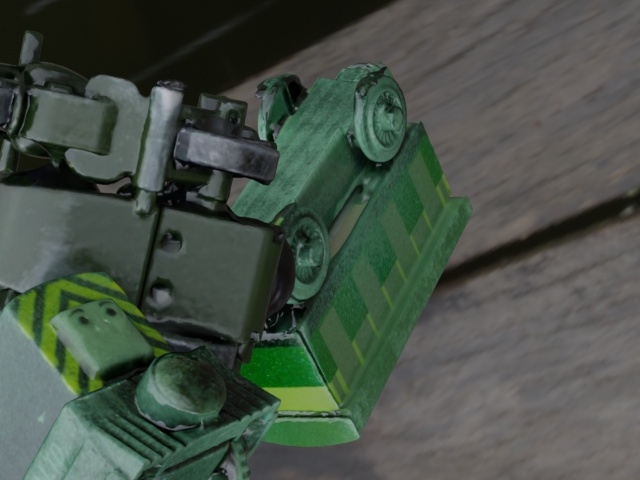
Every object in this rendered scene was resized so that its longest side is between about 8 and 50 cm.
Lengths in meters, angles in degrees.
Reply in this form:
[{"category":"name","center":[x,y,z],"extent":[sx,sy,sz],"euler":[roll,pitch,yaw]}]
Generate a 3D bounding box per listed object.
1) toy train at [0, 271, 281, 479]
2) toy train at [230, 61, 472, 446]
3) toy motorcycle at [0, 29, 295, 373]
[{"category":"toy train","center":[-0.164,0.160,1.144],"extent":[0.178,0.138,0.330],"euler":[48,129,20]},{"category":"toy train","center":[0.000,0.000,1.474],"extent":[0.120,0.301,0.202],"euler":[-2,131,32]},{"category":"toy motorcycle","center":[-0.141,-0.016,1.212],"extent":[0.275,0.127,0.205],"euler":[12,96,-9]}]
